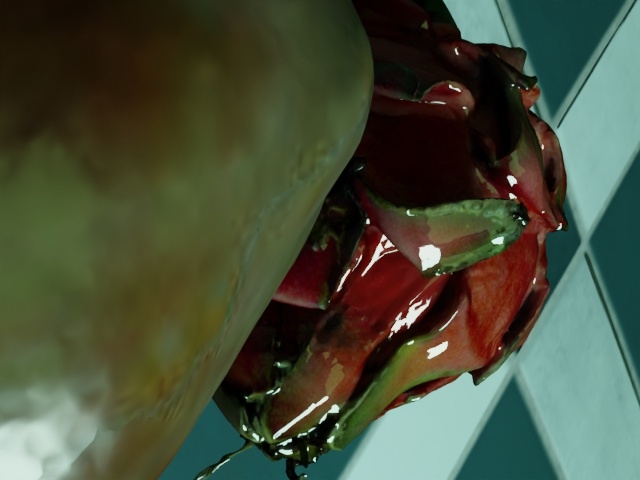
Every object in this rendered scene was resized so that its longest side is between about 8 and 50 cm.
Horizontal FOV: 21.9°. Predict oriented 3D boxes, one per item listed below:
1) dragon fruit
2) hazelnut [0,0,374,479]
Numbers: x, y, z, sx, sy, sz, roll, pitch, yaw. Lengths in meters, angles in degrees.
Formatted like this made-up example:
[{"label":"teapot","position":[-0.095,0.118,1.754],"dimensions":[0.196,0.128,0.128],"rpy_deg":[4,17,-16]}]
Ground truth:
[{"label":"dragon fruit","position":[0.000,0.000,0.827],"dimensions":[0.293,0.234,0.234],"rpy_deg":[-54,141,-35]},{"label":"hazelnut","position":[-0.180,-0.051,0.441],"dimensions":[0.366,0.366,0.366],"rpy_deg":[-26,123,-48]}]
